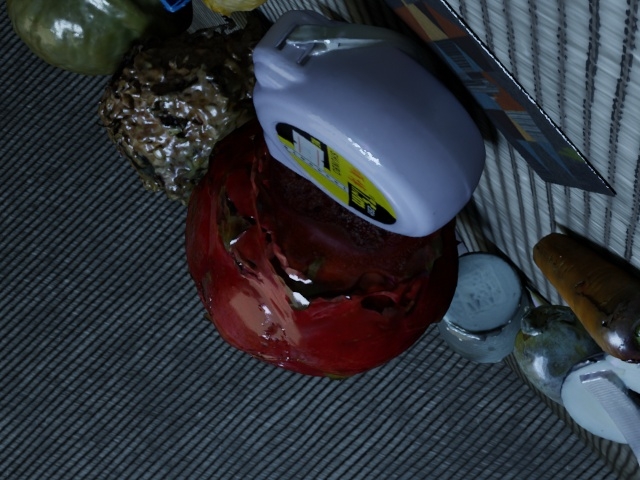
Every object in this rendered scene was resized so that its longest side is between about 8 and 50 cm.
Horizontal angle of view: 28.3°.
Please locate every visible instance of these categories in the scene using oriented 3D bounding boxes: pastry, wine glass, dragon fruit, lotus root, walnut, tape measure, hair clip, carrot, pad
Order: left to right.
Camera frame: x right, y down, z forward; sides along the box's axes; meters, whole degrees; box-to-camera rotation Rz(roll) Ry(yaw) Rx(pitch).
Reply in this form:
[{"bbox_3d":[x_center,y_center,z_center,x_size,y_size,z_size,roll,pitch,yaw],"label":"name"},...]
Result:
[{"bbox_3d":[-0.278,-0.318,1.581,0.283,0.227,0.283,34,-178,-1],"label":"walnut"},{"bbox_3d":[-0.138,-0.146,1.527,0.275,0.274,0.193,49,-153,-72],"label":"pastry"},{"bbox_3d":[0.000,0.000,1.328,0.295,0.295,0.301,46,169,-7],"label":"dragon fruit"},{"bbox_3d":[0.039,-0.085,0.926,0.178,0.105,0.196,37,168,8],"label":"tape measure"},{"bbox_3d":[0.095,-0.108,0.799,0.211,0.003,0.143,47,179,-10],"label":"pad"},{"bbox_3d":[0.188,0.083,1.476,0.111,0.111,0.204,46,177,18],"label":"wine glass"},{"bbox_3d":[0.252,0.123,1.227,0.165,0.088,0.088,39,-179,-12],"label":"lotus root"},{"bbox_3d":[0.201,0.036,0.921,0.055,0.055,0.161,46,-174,-27],"label":"carrot"},{"bbox_3d":[0.279,0.156,1.150,0.116,0.049,0.172,-20,119,39],"label":"hair clip"}]

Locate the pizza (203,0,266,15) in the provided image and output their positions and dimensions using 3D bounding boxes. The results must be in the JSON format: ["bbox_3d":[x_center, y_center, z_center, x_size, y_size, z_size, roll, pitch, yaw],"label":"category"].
[{"bbox_3d":[-0.146,-0.288,0.889,0.277,0.114,0.409,40,175,20],"label":"pizza"}]

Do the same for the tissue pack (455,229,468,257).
[{"bbox_3d":[0.084,-0.005,1.661,0.159,0.136,0.246,46,180,23],"label":"tissue pack"}]

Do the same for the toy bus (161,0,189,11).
[{"bbox_3d":[-0.183,-0.325,1.308,0.185,0.090,0.106,48,-179,23],"label":"toy bus"}]

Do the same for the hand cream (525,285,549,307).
[{"bbox_3d":[0.282,0.123,1.390,0.076,0.047,0.174,46,-172,-46],"label":"hand cream"}]
